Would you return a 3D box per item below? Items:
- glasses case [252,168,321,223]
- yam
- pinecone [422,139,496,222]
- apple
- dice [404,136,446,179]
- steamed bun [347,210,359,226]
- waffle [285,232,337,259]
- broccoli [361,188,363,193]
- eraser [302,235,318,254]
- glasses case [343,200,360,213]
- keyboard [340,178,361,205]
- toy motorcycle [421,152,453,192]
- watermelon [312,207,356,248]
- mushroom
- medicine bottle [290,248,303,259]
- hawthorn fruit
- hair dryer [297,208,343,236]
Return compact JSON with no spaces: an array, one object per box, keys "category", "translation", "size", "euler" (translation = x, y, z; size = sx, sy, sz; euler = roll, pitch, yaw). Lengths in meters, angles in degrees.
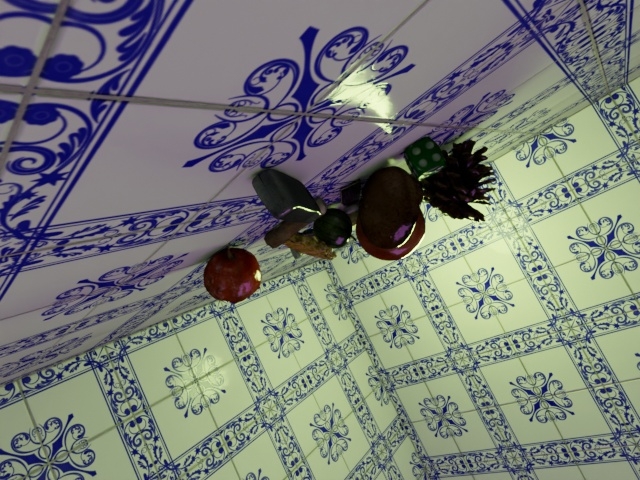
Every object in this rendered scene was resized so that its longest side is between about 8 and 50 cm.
[{"category":"glasses case","translation":[-0.086,-0.119,1.177],"size":[0.074,0.131,0.323],"euler":[-34,172,12]},{"category":"yam","translation":[-0.105,-0.067,1.731],"size":[0.356,0.081,0.081],"euler":[-32,172,39]},{"category":"pinecone","translation":[0.649,-0.276,1.898],"size":[0.384,0.385,0.384],"euler":[-26,173,-3]},{"category":"apple","translation":[0.344,-0.069,2.032],"size":[0.348,0.349,0.277],"euler":[-26,-177,-3]},{"category":"dice","translation":[0.397,-0.312,1.584],"size":[0.120,0.129,0.131],"euler":[-27,174,7]},{"category":"steamed bun","translation":[0.179,-0.134,2.227],"size":[0.192,0.106,0.177],"euler":[-34,171,-14]},{"category":"waffle","translation":[-0.069,0.022,1.923],"size":[0.312,0.306,0.060],"euler":[66,43,-74]},{"category":"broccoli","translation":[0.275,-0.239,1.883],"size":[0.204,0.118,0.122],"euler":[-44,138,14]},{"category":"eraser","translation":[0.000,0.000,2.610],"size":[0.290,0.087,0.171],"euler":[-22,173,-32]},{"category":"glasses case","translation":[0.162,-0.166,2.035],"size":[0.076,0.050,0.197],"euler":[-23,-173,17]},{"category":"keyboard","translation":[0.137,-0.207,1.825],"size":[0.106,0.027,0.317],"euler":[-27,173,2]},{"category":"toy motorcycle","translation":[0.636,-0.361,2.166],"size":[0.327,0.143,0.188],"euler":[-43,179,10]},{"category":"watermelon","translation":[0.071,-0.054,1.942],"size":[0.188,0.214,0.188],"euler":[-161,-90,-89]},{"category":"mushroom","translation":[0.313,-0.123,1.718],"size":[0.356,0.334,0.331],"euler":[17,111,-33]},{"category":"medicine bottle","translation":[-0.148,0.065,2.511],"size":[0.058,0.091,0.058],"euler":[-26,173,-3]},{"category":"hawthorn fruit","translation":[-0.364,0.119,1.705],"size":[0.241,0.242,0.272],"euler":[-22,141,-33]},{"category":"hair dryer","translation":[-0.008,-0.064,2.161],"size":[0.271,0.091,0.236],"euler":[-20,162,-21]}]
